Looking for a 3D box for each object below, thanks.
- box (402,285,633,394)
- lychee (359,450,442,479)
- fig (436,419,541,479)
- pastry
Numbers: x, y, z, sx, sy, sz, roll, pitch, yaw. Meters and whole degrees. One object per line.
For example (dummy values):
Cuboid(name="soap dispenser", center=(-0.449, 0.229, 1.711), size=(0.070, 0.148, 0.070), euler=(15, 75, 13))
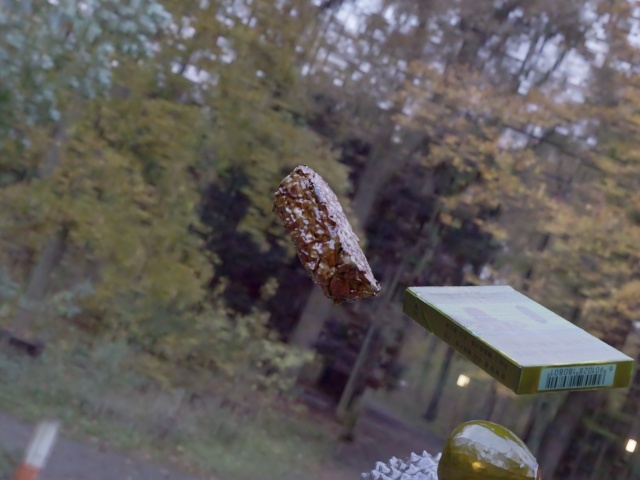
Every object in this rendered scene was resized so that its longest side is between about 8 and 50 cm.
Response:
Cuboid(name="box", center=(0.173, 0.086, 1.108), size=(0.121, 0.030, 0.193), euler=(1, 17, -27))
Cuboid(name="lychee", center=(0.119, 0.346, 1.226), size=(0.300, 0.300, 0.300), euler=(22, -5, 2))
Cuboid(name="fig", center=(0.141, 0.186, 0.997), size=(0.088, 0.074, 0.074), euler=(8, -12, 36))
Cuboid(name="pastry", center=(0.001, 0.001, 1.172), size=(0.087, 0.063, 0.169), euler=(47, 13, -45))
